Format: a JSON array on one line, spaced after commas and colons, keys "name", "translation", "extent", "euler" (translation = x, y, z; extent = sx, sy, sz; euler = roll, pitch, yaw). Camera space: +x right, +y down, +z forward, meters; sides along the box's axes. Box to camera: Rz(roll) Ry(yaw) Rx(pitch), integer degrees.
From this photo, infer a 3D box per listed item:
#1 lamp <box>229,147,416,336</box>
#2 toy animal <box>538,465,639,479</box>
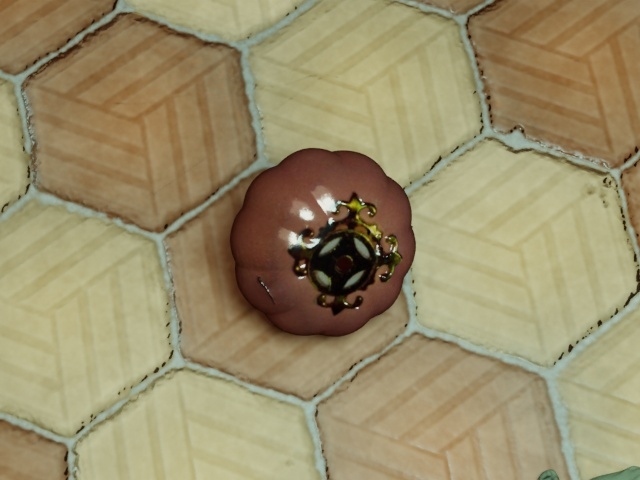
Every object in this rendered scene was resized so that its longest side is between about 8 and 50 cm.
[{"name": "lamp", "translation": [0.000, 0.000, 1.687], "extent": [0.182, 0.140, 0.182], "euler": [-7, 107, -22]}, {"name": "toy animal", "translation": [0.306, 0.256, 1.621], "extent": [0.176, 0.073, 0.217], "euler": [-44, 78, -10]}]
